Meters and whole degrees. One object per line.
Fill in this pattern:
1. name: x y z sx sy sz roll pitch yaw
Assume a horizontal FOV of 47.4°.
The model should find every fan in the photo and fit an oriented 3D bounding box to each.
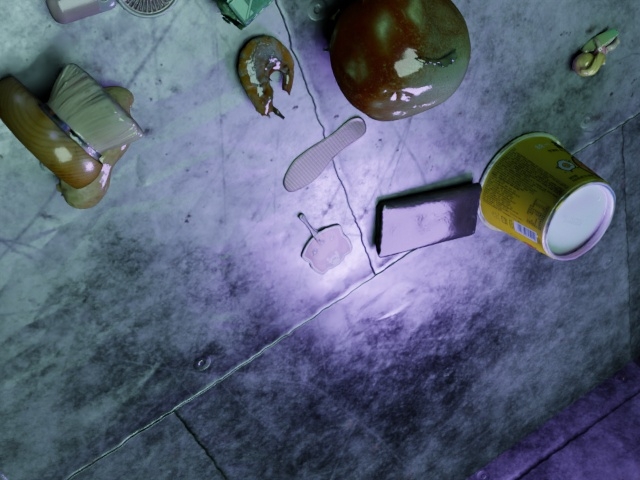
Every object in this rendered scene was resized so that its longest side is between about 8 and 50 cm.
1. fan: 0.000 0.000 1.881 0.132 0.009 0.220 -40 132 -3
2. fan: -0.370 -0.452 1.315 0.244 0.074 0.130 -25 130 -15

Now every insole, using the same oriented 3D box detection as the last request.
1. insole: 0.010 -0.208 1.753 0.253 0.005 0.086 -41 132 -2

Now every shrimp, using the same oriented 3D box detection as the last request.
1. shrimp: -0.105 -0.346 1.560 0.132 0.051 0.187 -24 126 -16

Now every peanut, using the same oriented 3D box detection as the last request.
1. peanut: -0.439 -0.181 1.433 0.117 0.101 0.263 15 111 -52

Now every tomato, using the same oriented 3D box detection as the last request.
1. tomato: 0.167 -0.390 1.534 0.304 0.239 0.303 -23 159 -9

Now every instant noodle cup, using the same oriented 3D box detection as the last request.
1. instant noodle cup: 0.640 -0.110 2.038 0.326 0.254 0.325 -15 125 -22

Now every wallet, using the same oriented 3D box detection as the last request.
1. wallet: 0.295 -0.060 2.002 0.321 0.044 0.170 -12 124 -21

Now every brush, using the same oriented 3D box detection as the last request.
1. brush: -0.465 -0.231 1.302 0.166 0.267 0.174 -48 167 -4

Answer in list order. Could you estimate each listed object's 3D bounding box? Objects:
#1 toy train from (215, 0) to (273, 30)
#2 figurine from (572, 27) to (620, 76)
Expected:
1. toy train: -0.123 -0.544 1.385 0.269 0.115 0.154 -44 140 1
2. figurine: 0.754 -0.506 1.972 0.187 0.083 0.083 -38 132 -17
